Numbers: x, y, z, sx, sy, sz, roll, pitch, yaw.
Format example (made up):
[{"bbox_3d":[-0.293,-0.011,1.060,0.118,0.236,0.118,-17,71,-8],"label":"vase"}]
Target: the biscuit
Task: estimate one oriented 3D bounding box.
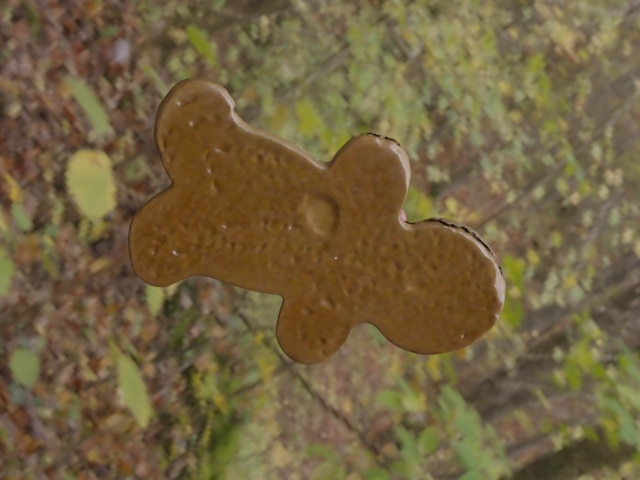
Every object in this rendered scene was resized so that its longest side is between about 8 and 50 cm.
[{"bbox_3d":[0.000,0.000,1.226,0.339,0.216,0.047,17,15,1],"label":"biscuit"}]
